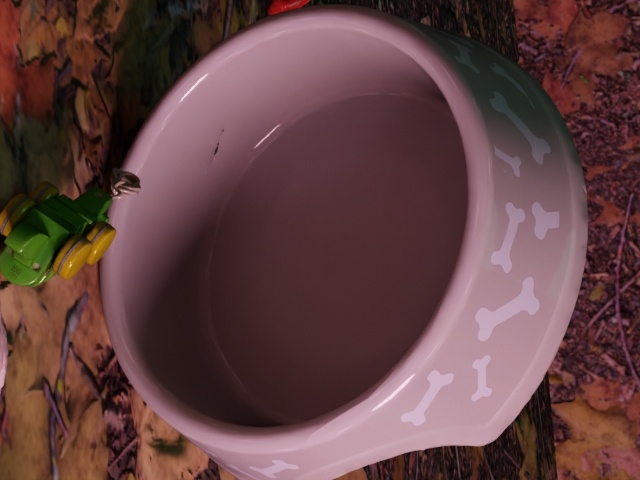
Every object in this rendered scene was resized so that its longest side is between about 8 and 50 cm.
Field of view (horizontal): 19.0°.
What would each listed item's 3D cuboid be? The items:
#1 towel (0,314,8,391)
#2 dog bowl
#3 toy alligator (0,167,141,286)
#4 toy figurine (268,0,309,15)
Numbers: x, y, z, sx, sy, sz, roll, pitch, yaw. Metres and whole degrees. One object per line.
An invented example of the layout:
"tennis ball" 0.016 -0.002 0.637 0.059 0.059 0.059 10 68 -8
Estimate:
"towel" -0.207 0.068 0.884 0.331 0.053 0.317 96 3 -49
"dog bowl" 0.000 0.000 1.279 0.102 0.349 0.348 26 59 -53
"toy alligator" -0.164 -0.004 1.223 0.051 0.056 0.190 -57 174 19
"toy figurine" -0.094 -0.336 1.482 0.217 0.191 0.362 59 15 26
